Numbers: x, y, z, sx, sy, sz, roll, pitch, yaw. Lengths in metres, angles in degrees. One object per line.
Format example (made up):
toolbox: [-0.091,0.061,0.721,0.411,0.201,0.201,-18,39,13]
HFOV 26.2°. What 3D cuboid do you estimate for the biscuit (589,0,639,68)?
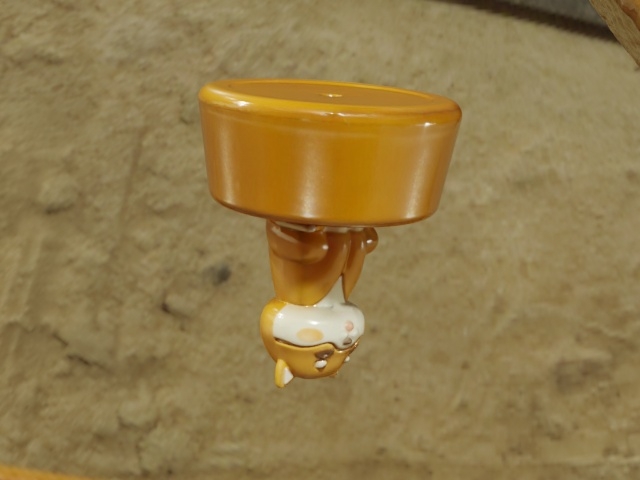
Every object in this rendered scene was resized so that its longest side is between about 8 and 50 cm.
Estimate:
biscuit: [0.296,-0.143,1.135,0.040,0.318,0.318,-39,100,12]

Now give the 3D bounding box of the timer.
timer: [0.000,0.000,0.698,0.132,0.132,0.152,5,102,5]
